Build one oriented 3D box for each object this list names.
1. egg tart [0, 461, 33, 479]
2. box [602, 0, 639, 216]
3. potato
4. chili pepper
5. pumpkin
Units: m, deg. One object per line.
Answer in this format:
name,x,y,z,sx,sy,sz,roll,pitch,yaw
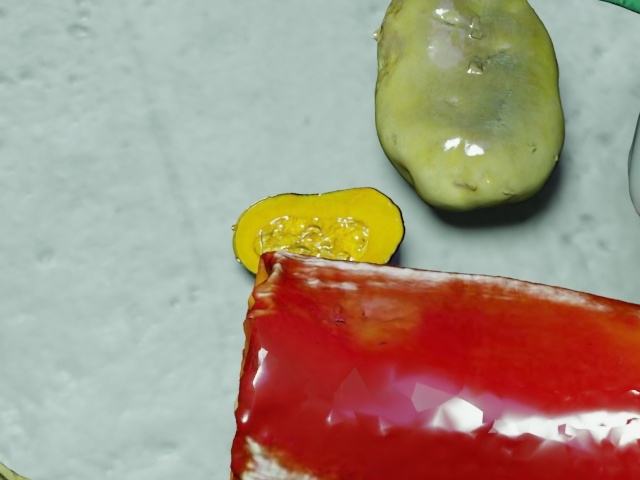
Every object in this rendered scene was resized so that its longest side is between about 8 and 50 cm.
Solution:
egg tart,-0.156,0.196,0.659,0.120,0.315,0.315,-13,49,41
box,0.228,-0.026,0.811,0.264,0.337,0.106,24,96,15
potato,0.070,-0.071,0.939,0.091,0.070,0.138,3,61,-6
chili pepper,0.130,0.087,0.814,0.338,0.131,0.134,5,18,1
pumpkin,0.000,0.001,0.919,0.083,0.028,0.050,4,61,12
